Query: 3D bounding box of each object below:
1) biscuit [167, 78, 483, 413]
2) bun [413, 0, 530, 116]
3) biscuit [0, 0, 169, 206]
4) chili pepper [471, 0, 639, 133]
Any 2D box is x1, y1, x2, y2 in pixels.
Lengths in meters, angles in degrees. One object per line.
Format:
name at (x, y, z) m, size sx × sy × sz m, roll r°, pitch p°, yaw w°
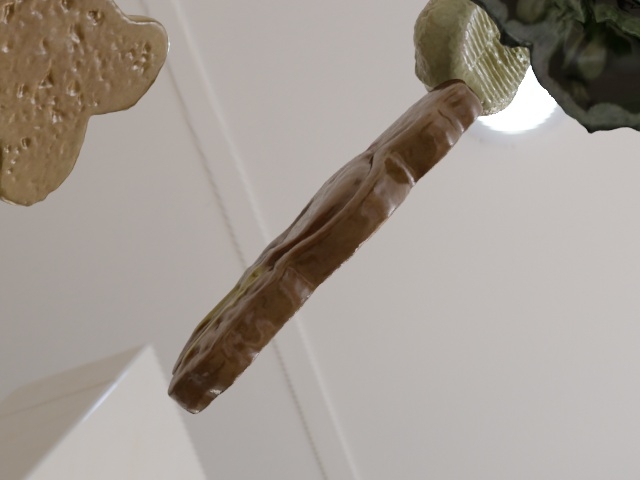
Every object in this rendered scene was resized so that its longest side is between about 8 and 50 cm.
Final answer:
biscuit at (-0.003, -0.003, 0.875) m, size 0.044 × 0.186 × 0.295 m, roll 44°, pitch -93°, yaw -8°
bun at (0.113, -0.152, 0.948) m, size 0.069 × 0.115 × 0.115 m, roll 14°, pitch -72°, yaw 43°
biscuit at (-0.168, -0.132, 0.652) m, size 0.035 × 0.240 × 0.158 m, roll 27°, pitch -115°, yaw 34°
chili pepper at (0.134, -0.161, 0.622) m, size 0.136 × 0.270 × 0.099 m, roll 28°, pitch -55°, yaw -2°
